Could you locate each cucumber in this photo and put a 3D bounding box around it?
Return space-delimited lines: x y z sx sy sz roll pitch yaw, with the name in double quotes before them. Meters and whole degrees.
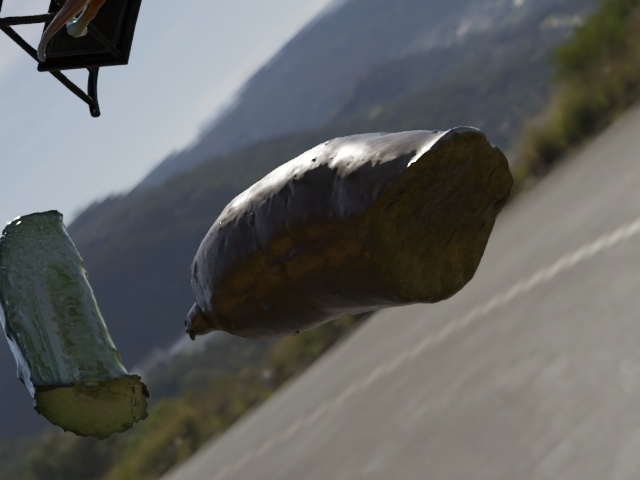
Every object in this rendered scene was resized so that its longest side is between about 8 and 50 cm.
"cucumber" -0.311 0.096 2.185 0.145 0.325 0.105 -4 -49 -22

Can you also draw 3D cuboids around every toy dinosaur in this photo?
"toy dinosaur" -0.191 -0.250 1.656 0.142 0.057 0.212 -43 35 27

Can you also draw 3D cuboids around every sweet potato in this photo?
"sweet potato" 0.000 0.000 1.571 0.369 0.158 0.158 -16 21 42

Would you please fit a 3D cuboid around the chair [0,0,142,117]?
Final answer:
"chair" -0.293 -0.281 2.340 0.141 0.260 0.155 -1 65 27
